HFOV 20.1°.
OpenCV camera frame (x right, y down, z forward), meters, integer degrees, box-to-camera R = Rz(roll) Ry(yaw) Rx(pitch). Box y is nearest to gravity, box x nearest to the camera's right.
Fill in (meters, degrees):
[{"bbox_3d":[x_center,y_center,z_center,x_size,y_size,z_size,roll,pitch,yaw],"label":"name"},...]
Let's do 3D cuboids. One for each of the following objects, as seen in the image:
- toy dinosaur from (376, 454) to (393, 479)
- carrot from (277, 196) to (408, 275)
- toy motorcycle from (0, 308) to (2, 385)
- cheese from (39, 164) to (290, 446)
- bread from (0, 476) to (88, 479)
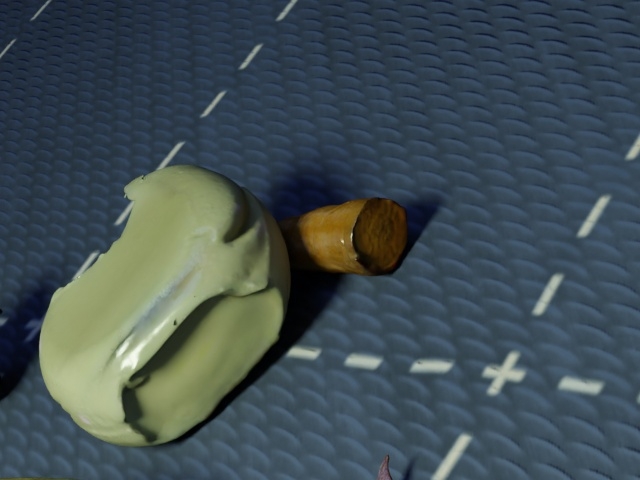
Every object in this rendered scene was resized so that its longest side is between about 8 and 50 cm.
[{"bbox_3d":[0.063,0.230,1.305,0.108,0.032,0.220,-28,32,14],"label":"toy dinosaur"},{"bbox_3d":[0.000,0.000,1.686,0.205,0.072,0.072,-5,43,56],"label":"carrot"},{"bbox_3d":[-0.487,0.139,1.916,0.331,0.196,0.125,-22,33,33],"label":"toy motorcycle"},{"bbox_3d":[-0.147,0.061,1.666,0.266,0.127,0.233,-47,32,5],"label":"cheese"},{"bbox_3d":[-0.227,0.286,1.367,0.333,0.160,0.333,0,9,0],"label":"bread"}]
